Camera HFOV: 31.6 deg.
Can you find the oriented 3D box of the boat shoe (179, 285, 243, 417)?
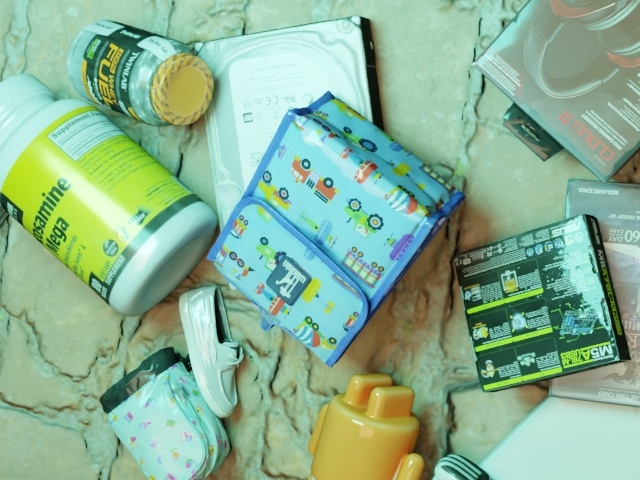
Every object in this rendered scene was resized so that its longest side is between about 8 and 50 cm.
[{"bbox_3d":[-0.141,0.153,1.574,0.063,0.066,0.184,-17,82,19],"label":"boat shoe"}]

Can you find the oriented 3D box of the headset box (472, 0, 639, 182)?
[{"bbox_3d":[0.343,-0.225,1.351,0.218,0.110,0.293,44,106,7],"label":"headset box"}]

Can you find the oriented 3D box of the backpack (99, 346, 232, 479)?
[{"bbox_3d":[-0.213,0.259,1.575,0.152,0.115,0.182,-39,81,19],"label":"backpack"}]

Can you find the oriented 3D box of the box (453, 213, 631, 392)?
[{"bbox_3d":[0.270,0.081,1.400,0.190,0.045,0.184,-20,75,33],"label":"box"}]

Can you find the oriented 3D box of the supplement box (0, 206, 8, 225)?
[{"bbox_3d":[-0.530,-0.105,1.645,0.188,0.081,0.104,43,107,7],"label":"supplement box"}]

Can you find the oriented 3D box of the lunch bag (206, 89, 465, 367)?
[{"bbox_3d":[0.000,0.000,1.426,0.221,0.138,0.293,38,118,8],"label":"lunch bag"}]

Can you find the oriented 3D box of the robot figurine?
[{"bbox_3d":[0.056,0.287,1.492,0.158,0.128,0.219,17,102,7],"label":"robot figurine"}]

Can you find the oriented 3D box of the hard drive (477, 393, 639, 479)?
[{"bbox_3d":[0.325,0.317,1.462,0.203,0.040,0.307,43,107,8],"label":"hard drive"}]

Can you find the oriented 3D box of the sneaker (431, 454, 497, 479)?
[{"bbox_3d":[0.221,0.388,1.446,0.228,0.086,0.132,37,111,20],"label":"sneaker"}]

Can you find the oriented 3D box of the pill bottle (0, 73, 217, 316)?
[{"bbox_3d":[-0.318,-0.068,1.529,0.334,0.188,0.188,40,106,10],"label":"pill bottle"}]

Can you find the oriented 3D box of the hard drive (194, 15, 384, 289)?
[{"bbox_3d":[-0.031,-0.112,1.504,0.237,0.064,0.339,-5,96,18],"label":"hard drive"}]

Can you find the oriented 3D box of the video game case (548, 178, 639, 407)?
[{"bbox_3d":[0.392,0.067,1.393,0.196,0.026,0.274,5,87,16],"label":"video game case"}]

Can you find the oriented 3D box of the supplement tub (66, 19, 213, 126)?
[{"bbox_3d":[-0.237,-0.219,1.491,0.190,0.117,0.117,22,104,39],"label":"supplement tub"}]
